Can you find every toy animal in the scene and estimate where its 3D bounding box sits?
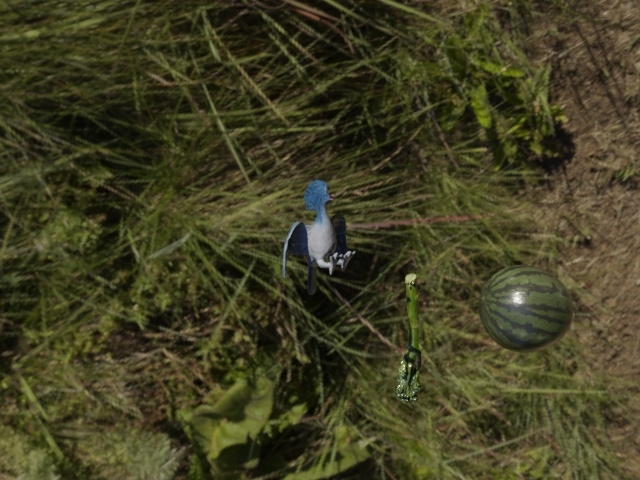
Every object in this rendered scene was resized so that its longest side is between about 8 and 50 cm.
[{"bbox_3d":[0.000,0.000,1.567,0.176,0.239,0.255,47,124,30],"label":"toy animal"}]

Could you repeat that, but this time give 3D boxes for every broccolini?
[{"bbox_3d":[0.244,0.285,1.926,0.079,0.074,0.391,4,110,25],"label":"broccolini"}]

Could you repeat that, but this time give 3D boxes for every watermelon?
[{"bbox_3d":[0.470,0.158,1.564,0.212,0.212,0.212,30,136,33],"label":"watermelon"}]
